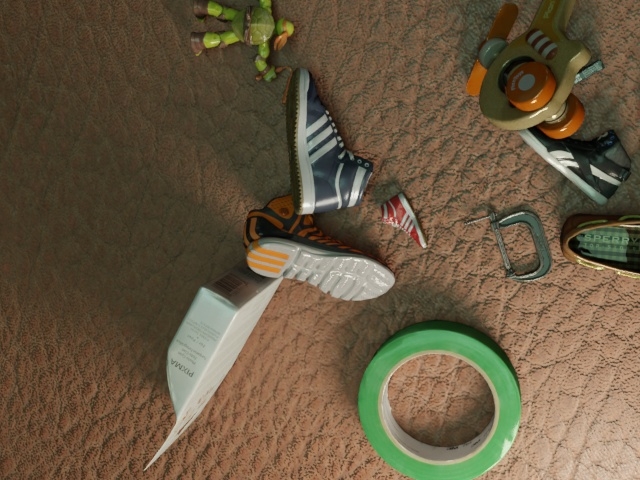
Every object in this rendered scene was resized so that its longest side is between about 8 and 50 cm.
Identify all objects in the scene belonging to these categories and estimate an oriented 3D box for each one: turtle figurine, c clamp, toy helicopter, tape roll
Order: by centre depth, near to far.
[{"bbox_3d":[0.389,-0.365,1.643,0.235,0.140,0.355,18,82,47],"label":"toy helicopter"},{"bbox_3d":[0.373,0.011,1.775,0.137,0.022,0.160,-23,92,10],"label":"c clamp"},{"bbox_3d":[-0.143,-0.404,1.781,0.217,0.087,0.269,3,100,12],"label":"turtle figurine"},{"bbox_3d":[0.239,0.323,1.828,0.321,0.077,0.321,2,101,13],"label":"tape roll"}]

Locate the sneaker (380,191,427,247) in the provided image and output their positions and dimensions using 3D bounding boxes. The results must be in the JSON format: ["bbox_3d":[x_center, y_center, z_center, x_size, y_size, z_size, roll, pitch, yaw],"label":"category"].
[{"bbox_3d":[0.162,-0.029,1.801,0.067,0.042,0.118,-27,85,12],"label":"sneaker"}]

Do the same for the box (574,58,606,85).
[{"bbox_3d":[0.479,-0.302,1.670,0.083,0.067,0.018,-30,92,16],"label":"box"}]

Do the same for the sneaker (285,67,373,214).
[{"bbox_3d":[0.018,-0.193,1.765,0.153,0.099,0.282,-3,89,-13],"label":"sneaker"}]

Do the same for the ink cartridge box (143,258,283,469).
[{"bbox_3d":[-0.232,0.228,1.797,0.091,0.308,0.385,33,106,5],"label":"ink cartridge box"}]

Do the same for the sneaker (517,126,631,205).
[{"bbox_3d":[0.481,-0.177,1.692,0.217,0.079,0.121,39,102,-5],"label":"sneaker"}]

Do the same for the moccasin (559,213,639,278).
[{"bbox_3d":[0.631,0.010,1.648,0.380,0.147,0.139,10,102,11],"label":"moccasin"}]

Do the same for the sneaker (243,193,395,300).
[{"bbox_3d":[0.000,0.000,1.803,0.321,0.180,0.124,19,130,-25],"label":"sneaker"}]
